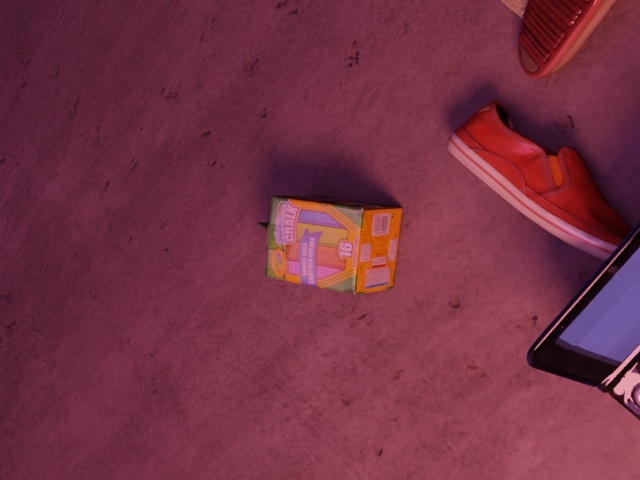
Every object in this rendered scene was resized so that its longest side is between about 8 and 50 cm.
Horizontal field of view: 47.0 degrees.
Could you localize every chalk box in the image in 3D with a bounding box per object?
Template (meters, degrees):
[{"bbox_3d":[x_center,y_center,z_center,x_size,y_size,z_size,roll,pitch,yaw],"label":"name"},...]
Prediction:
[{"bbox_3d":[0.000,0.000,1.150,0.213,0.132,0.132,9,97,33],"label":"chalk box"}]

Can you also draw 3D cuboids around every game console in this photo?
[{"bbox_3d":[0.425,0.099,0.810,0.250,0.173,0.293,43,112,20],"label":"game console"}]

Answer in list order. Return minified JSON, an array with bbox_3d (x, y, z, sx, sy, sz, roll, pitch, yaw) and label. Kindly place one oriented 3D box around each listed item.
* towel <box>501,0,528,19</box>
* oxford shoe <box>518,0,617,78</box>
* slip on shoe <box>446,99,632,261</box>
[{"bbox_3d":[0.298,-0.385,1.000,0.148,0.027,0.110,-44,70,27],"label":"towel"},{"bbox_3d":[0.372,-0.343,0.905,0.348,0.130,0.123,-62,36,41],"label":"oxford shoe"},{"bbox_3d":[0.311,-0.071,0.962,0.331,0.123,0.101,44,110,28],"label":"slip on shoe"}]
